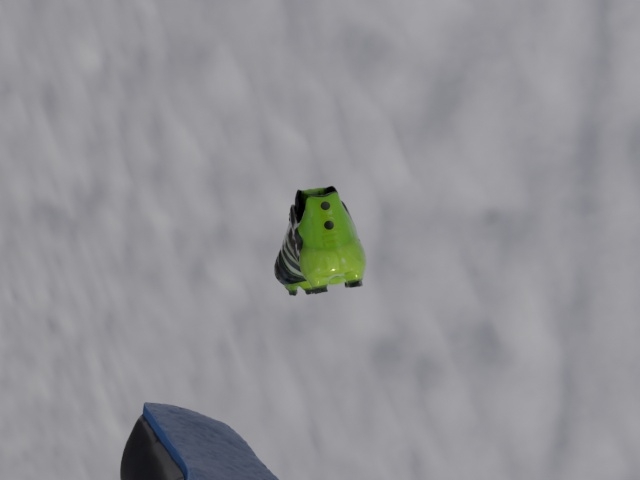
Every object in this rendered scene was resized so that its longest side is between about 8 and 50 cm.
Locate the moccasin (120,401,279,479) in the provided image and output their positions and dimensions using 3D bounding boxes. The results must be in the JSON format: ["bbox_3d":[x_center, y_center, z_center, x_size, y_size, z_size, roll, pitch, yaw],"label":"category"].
[{"bbox_3d":[-0.070,0.229,1.332,0.342,0.137,0.117,-130,61,-70],"label":"moccasin"}]

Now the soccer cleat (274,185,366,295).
[{"bbox_3d":[0.000,0.000,1.301,0.179,0.060,0.072,161,100,-82],"label":"soccer cleat"}]
